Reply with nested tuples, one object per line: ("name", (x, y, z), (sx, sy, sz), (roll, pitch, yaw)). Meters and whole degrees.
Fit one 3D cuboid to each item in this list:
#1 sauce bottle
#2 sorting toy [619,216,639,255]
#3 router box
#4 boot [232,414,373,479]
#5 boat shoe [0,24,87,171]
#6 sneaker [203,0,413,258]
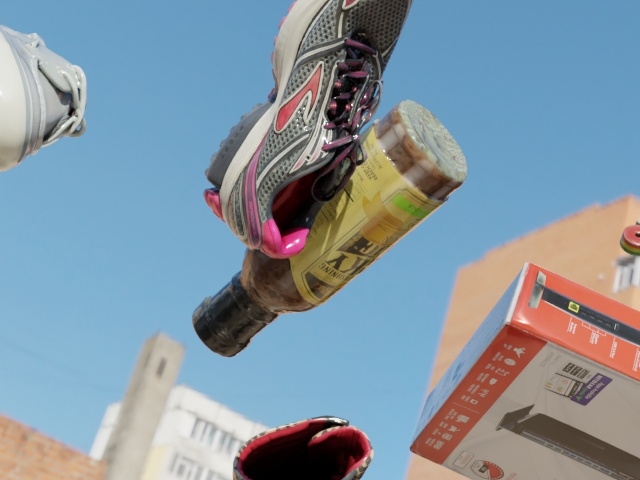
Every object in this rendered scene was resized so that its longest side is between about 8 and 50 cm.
("sauce bottle", (0.000, 0.000, 1.249), (0.111, 0.111, 0.344), (33, -59, -27))
("sorting toy", (0.586, -0.045, 1.855), (0.132, 0.274, 0.046), (32, -41, 24))
("router box", (0.289, 0.193, 1.291), (0.301, 0.082, 0.335), (24, -34, 1))
("boot", (0.037, 0.367, 1.656), (0.378, 0.138, 0.284), (-3, -44, -10))
("boat shoe", (-0.183, -0.095, 0.731), (0.081, 0.079, 0.227), (3, 17, -23))
("sneaker", (0.009, -0.120, 1.108), (0.121, 0.299, 0.112), (12, 23, -41))
